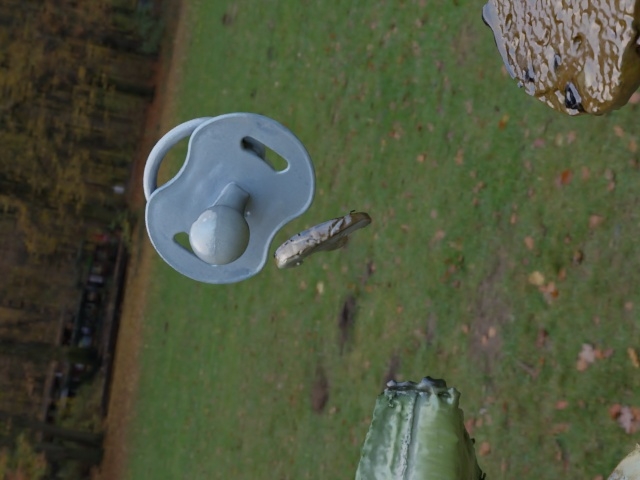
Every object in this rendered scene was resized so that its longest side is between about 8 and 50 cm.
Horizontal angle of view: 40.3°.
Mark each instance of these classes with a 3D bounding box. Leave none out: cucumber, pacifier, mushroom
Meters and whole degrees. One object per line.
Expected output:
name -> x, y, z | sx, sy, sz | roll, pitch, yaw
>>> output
cucumber -> 0.077, 0.288, 0.758 | 0.325, 0.105, 0.145 | -77, -29, -48
pacifier -> -0.144, -0.047, 1.247 | 0.287, 0.238, 0.226 | -49, 18, 18
mushroom -> 0.000, 0.000, 0.785 | 0.101, 0.049, 0.019 | -28, 72, 25

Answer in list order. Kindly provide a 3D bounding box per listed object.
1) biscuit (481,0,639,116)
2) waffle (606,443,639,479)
biscuit -> 0.274, -0.274, 0.949 | 0.296, 0.075, 0.295 | 164, 90, -74
waffle -> 0.309, 0.363, 0.822 | 0.308, 0.213, 0.091 | -63, 24, 6
